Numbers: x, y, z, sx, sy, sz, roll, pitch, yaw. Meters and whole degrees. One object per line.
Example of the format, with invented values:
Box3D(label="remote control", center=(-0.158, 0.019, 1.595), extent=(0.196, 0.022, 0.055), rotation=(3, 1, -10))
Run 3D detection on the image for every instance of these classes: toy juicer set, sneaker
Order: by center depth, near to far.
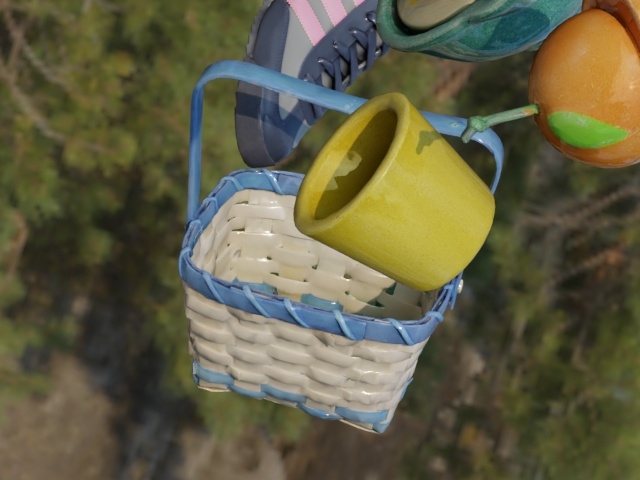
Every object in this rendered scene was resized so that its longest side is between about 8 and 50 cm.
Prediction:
Box3D(label="toy juicer set", center=(0.100, -0.146, 0.747), extent=(0.209, 0.089, 0.329), rotation=(-29, -147, 46))
Box3D(label="sneaker", center=(0.024, -0.194, 1.610), extent=(0.112, 0.131, 0.319), rotation=(71, 36, -54))

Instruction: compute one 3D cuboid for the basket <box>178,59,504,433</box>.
Box3D(label="basket", center=(0.000, 0.000, 1.495), extent=(0.201, 0.255, 0.289), rotation=(-68, 173, -51))
